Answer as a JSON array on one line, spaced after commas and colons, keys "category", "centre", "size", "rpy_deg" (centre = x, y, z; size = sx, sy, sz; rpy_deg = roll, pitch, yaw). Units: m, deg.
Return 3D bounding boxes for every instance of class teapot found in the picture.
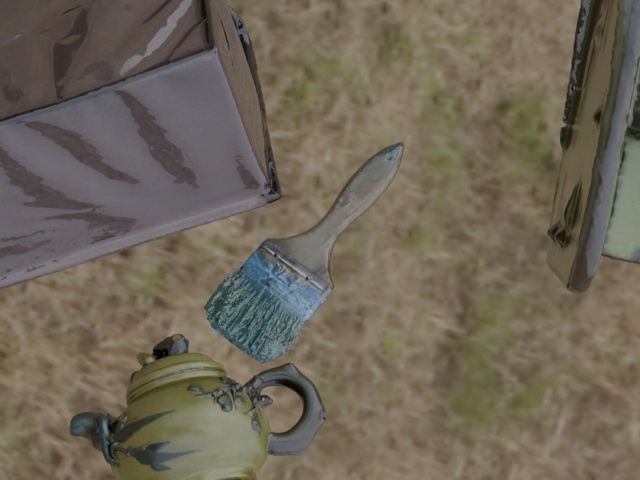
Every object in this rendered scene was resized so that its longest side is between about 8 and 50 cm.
[{"category": "teapot", "centre": [-0.134, 0.186, 1.769], "size": [0.269, 0.183, 0.173], "rpy_deg": [-16, 159, -5]}]

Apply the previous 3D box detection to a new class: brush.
[{"category": "brush", "centre": [0.000, 0.000, 1.167], "size": [0.196, 0.070, 0.021], "rpy_deg": [-50, 162, -17]}]

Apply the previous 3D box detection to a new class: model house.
[{"category": "model house", "centre": [0.260, -0.055, 0.815], "size": [0.218, 0.278, 0.205], "rpy_deg": [-53, 153, -85]}]

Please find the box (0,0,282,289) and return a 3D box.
[{"category": "box", "centre": [-0.172, -0.094, 1.091], "size": [0.252, 0.188, 0.153], "rpy_deg": [-15, 137, 3]}]
